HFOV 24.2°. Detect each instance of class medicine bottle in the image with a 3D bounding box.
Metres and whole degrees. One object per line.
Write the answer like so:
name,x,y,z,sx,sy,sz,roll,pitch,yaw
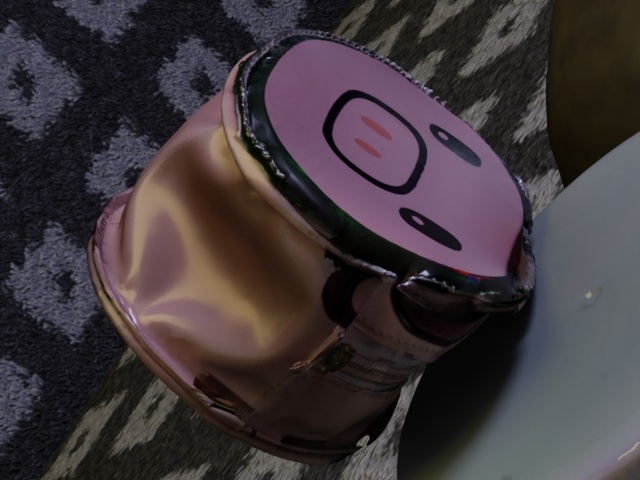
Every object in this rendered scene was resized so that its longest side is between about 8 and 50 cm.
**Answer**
medicine bottle,0.201,0.099,0.666,0.252,0.241,0.252,-46,14,15

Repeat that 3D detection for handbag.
handbag,0.001,-0.001,0.690,0.116,0.179,0.205,-51,6,25

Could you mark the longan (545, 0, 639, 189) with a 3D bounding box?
longan,0.282,-0.121,0.928,0.288,0.288,0.350,-28,22,54
